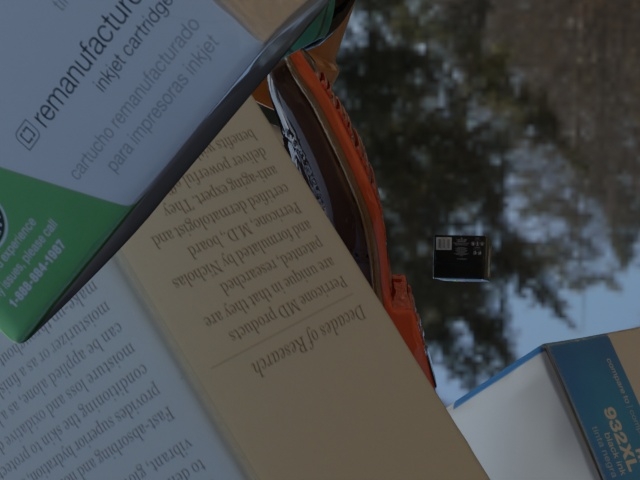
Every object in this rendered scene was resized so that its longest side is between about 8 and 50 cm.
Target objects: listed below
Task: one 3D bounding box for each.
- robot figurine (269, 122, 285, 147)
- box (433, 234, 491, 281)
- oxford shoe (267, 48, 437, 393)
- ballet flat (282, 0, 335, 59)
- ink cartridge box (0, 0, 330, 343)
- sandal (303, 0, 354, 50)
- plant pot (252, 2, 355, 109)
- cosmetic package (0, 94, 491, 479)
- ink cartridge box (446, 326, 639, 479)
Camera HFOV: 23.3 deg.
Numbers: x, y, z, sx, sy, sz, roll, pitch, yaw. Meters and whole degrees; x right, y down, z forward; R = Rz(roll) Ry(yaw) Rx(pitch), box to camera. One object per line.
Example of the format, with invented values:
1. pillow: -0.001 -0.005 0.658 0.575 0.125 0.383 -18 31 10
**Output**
1. robot figurine: -0.094 -0.040 1.434 0.278 0.209 0.173 19 -138 -35
2. box: 0.164 0.021 1.795 0.062 0.052 0.083 2 176 11
3. oxford shoe: 0.000 0.000 1.077 0.098 0.271 0.097 -17 -168 5
4. ballet flat: -0.071 -0.260 0.594 0.147 0.409 0.147 -3 180 0
5. ink cartridge box: -0.119 -0.102 0.480 0.219 0.160 0.092 42 -142 -2
6. sandal: 0.016 -0.253 1.369 0.097 0.054 0.254 43 -127 4
7. plant pot: -0.078 -0.283 1.572 0.291 0.203 0.291 31 -169 -6
8. cosmetic package: -0.076 0.109 0.830 0.230 0.453 0.161 -35 173 38
9. ink cartridge box: 0.249 0.168 1.312 0.307 0.129 0.223 -6 155 -39
